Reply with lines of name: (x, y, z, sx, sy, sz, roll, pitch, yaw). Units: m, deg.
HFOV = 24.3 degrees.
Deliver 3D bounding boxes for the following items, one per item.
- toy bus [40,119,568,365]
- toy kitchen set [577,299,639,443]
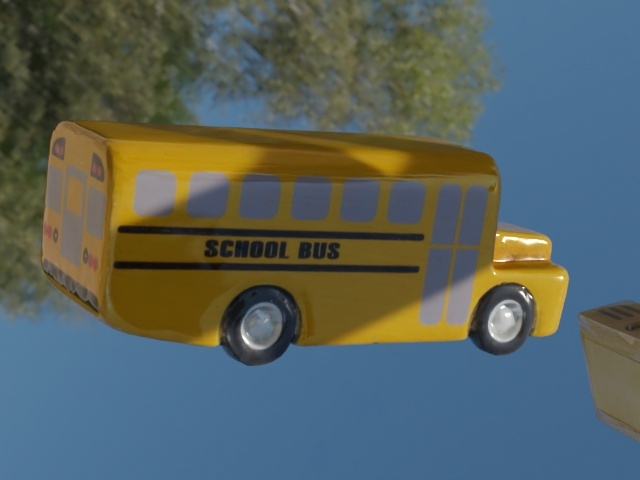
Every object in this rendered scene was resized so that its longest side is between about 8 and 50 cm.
toy bus: (0.000, 0.000, 0.929, 0.108, 0.333, 0.130, 24, -70, 58)
toy kitchen set: (0.121, 0.015, 0.400, 0.083, 0.068, 0.075, -14, -169, -13)
